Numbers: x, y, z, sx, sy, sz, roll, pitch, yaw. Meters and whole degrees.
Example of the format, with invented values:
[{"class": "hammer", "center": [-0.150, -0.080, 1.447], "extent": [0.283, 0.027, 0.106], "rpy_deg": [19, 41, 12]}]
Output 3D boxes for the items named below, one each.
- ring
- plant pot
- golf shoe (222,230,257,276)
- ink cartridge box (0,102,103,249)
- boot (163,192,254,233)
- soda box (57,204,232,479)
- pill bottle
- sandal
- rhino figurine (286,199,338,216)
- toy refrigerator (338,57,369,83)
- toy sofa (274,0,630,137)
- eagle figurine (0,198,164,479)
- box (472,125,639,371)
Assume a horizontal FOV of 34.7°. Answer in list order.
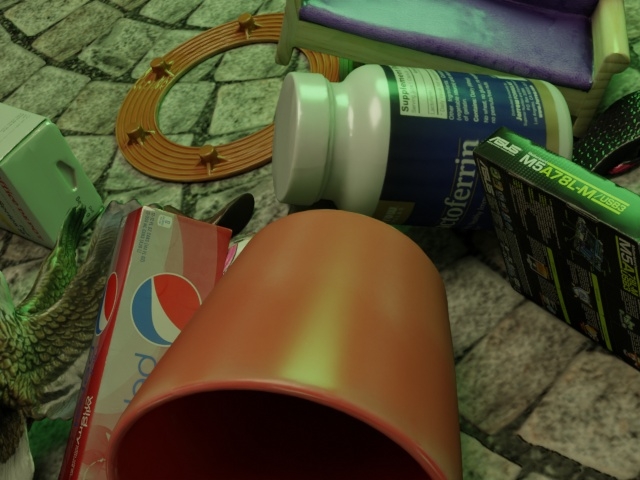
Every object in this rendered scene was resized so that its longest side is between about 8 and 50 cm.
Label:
[{"class": "ring", "center": [-0.119, -0.204, 1.354], "extent": [0.337, 0.032, 0.336], "rpy_deg": [-12, 45, 12]}, {"class": "plant pot", "center": [-0.008, 0.121, 0.836], "extent": [0.275, 0.275, 0.243], "rpy_deg": [-5, 38, 19]}, {"class": "golf shoe", "center": [-0.104, 0.068, 1.058], "extent": [0.186, 0.067, 0.086], "rpy_deg": [-40, 50, -3]}, {"class": "ink cartridge box", "center": [-0.392, -0.091, 1.271], "extent": [0.212, 0.154, 0.093], "rpy_deg": [17, 57, 35]}, {"class": "boot", "center": [-0.146, -0.028, 1.192], "extent": [0.114, 0.037, 0.106], "rpy_deg": [18, 55, 41]}, {"class": "soda box", "center": [-0.159, 0.107, 0.925], "extent": [0.083, 0.092, 0.263], "rpy_deg": [-14, 63, 65]}, {"class": "pill bottle", "center": [0.093, -0.090, 0.989], "extent": [0.265, 0.153, 0.153], "rpy_deg": [3, 43, -11]}, {"class": "sandal", "center": [0.301, -0.093, 1.062], "extent": [0.179, 0.040, 0.067], "rpy_deg": [-40, 38, 4]}, {"class": "rhino figurine", "center": [0.000, 0.000, 1.045], "extent": [0.073, 0.106, 0.243], "rpy_deg": [-16, 44, 8]}, {"class": "toy refrigerator", "center": [0.079, -0.181, 1.198], "extent": [0.102, 0.094, 0.269], "rpy_deg": [-11, 45, 14]}, {"class": "toy sofa", "center": [0.141, -0.255, 1.081], "extent": [0.363, 0.177, 0.150], "rpy_deg": [14, 45, -1]}, {"class": "eagle figurine", "center": [-0.283, 0.090, 1.022], "extent": [0.226, 0.225, 0.298], "rpy_deg": [42, 52, 18]}, {"class": "box", "center": [0.223, 0.012, 0.874], "extent": [0.045, 0.190, 0.184], "rpy_deg": [-41, 45, -16]}]
